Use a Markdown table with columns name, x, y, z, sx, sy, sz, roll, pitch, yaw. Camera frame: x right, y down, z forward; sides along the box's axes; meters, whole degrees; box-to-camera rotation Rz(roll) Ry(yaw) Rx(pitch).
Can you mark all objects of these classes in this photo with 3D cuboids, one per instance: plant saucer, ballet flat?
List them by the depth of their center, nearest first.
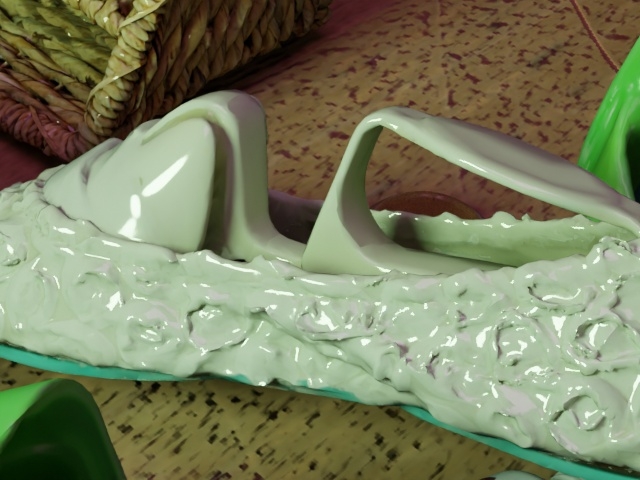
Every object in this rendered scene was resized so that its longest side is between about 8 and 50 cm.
| name | x | y | z | sx | sy | sz | roll | pitch | yaw |
| --- | --- | --- | --- | --- | --- | --- | --- | --- | --- |
| ballet flat | 0.000 | 0.000 | 0.693 | 0.409 | 0.147 | 0.147 | 10 | 42 | 21 |
| plant saucer | 0.057 | -0.002 | 0.836 | 0.083 | 0.015 | 0.083 | 3 | 43 | -3 |

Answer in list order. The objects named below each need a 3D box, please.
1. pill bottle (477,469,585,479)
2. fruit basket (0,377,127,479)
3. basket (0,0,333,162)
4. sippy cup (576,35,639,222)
| name | x | y | z | sx | sy | sz | roll | pitch | yaw |
| --- | --- | --- | --- | --- | --- | --- | --- | --- | --- |
| pill bottle | 0.060 | 0.144 | 0.625 | 0.152 | 0.086 | 0.086 | -18 | 47 | -23 |
| fruit basket | -0.100 | 0.220 | 0.379 | 0.392 | 0.283 | 0.392 | -8 | 37 | 6 |
| basket | -0.161 | -0.221 | 0.908 | 0.299 | 0.213 | 0.223 | 33 | 49 | 28 |
| sippy cup | 0.284 | -0.048 | 0.771 | 0.224 | 0.240 | 0.305 | 39 | 90 | 18 |
